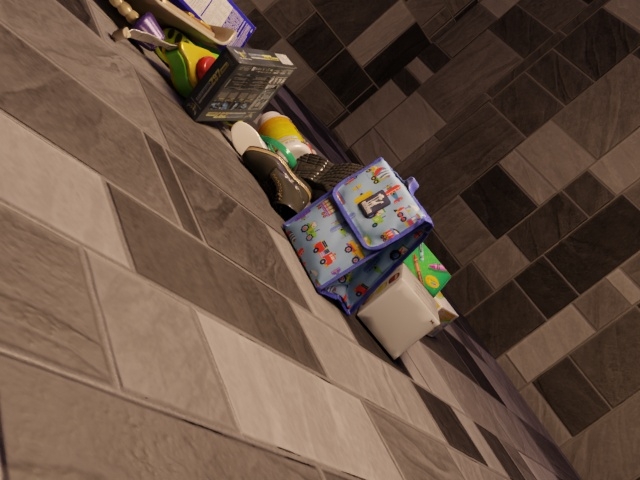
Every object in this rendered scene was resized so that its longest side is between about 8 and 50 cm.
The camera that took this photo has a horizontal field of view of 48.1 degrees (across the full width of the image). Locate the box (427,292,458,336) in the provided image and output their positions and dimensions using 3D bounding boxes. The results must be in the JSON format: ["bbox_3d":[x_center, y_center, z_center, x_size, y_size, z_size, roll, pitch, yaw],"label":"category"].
[{"bbox_3d":[0.328,0.212,2.194,0.103,0.114,0.203,55,12,26],"label":"box"}]

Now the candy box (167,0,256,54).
[{"bbox_3d":[-0.377,-0.656,1.973,0.268,0.122,0.317,24,-10,39],"label":"candy box"}]

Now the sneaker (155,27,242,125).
[{"bbox_3d":[-0.288,-0.422,1.820,0.295,0.109,0.123,48,14,-11],"label":"sneaker"}]

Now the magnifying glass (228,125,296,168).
[{"bbox_3d":[-0.151,-0.250,1.833,0.231,0.026,0.092,36,-16,28],"label":"magnifying glass"}]

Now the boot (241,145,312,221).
[{"bbox_3d":[-0.110,-0.132,1.689,0.197,0.077,0.137,34,32,-10],"label":"boot"}]

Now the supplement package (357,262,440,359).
[{"bbox_3d":[0.185,0.160,1.688,0.134,0.139,0.244,50,9,0],"label":"supplement package"}]

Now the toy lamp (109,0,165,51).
[{"bbox_3d":[-0.461,-0.539,1.598,0.275,0.080,0.080,45,11,-16],"label":"toy lamp"}]

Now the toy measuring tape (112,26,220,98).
[{"bbox_3d":[-0.325,-0.386,1.619,0.330,0.121,0.121,1,48,-55],"label":"toy measuring tape"}]

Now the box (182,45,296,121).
[{"bbox_3d":[-0.183,-0.356,1.656,0.059,0.183,0.232,52,30,14],"label":"box"}]

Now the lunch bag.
[{"bbox_3d":[0.098,-0.027,1.541,0.138,0.293,0.221,40,14,-46],"label":"lunch bag"}]

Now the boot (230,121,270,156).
[{"bbox_3d":[-0.158,-0.213,1.793,0.190,0.069,0.086,55,0,-11],"label":"boot"}]

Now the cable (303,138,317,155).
[{"bbox_3d":[-0.008,-0.238,2.433,0.287,0.072,0.140,56,-7,40],"label":"cable"}]

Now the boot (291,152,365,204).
[{"bbox_3d":[0.072,-0.087,1.812,0.338,0.118,0.223,34,-21,48],"label":"boot"}]

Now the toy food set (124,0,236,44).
[{"bbox_3d":[-0.371,-0.577,1.737,0.219,0.093,0.306,21,0,34],"label":"toy food set"}]

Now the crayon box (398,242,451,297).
[{"bbox_3d":[0.207,0.067,1.943,0.165,0.081,0.278,48,-20,-16],"label":"crayon box"}]

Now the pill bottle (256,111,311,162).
[{"bbox_3d":[-0.111,-0.279,2.049,0.117,0.117,0.215,40,14,-45],"label":"pill bottle"}]
